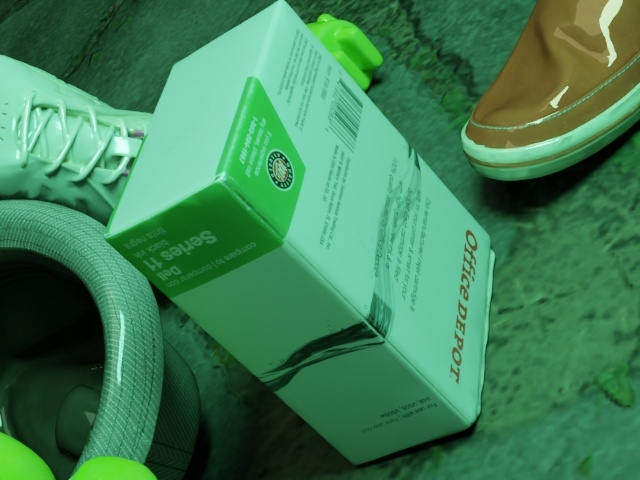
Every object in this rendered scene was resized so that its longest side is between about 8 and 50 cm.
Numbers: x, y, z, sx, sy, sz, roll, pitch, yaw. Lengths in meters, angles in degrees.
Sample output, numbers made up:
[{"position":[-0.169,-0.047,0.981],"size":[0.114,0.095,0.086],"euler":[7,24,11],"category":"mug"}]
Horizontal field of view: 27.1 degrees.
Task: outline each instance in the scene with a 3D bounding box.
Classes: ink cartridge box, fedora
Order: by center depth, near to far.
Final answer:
[{"position":[0.000,0.000,0.722],"size":[0.086,0.208,0.153],"euler":[-25,33,32],"category":"ink cartridge box"},{"position":[-0.181,0.105,0.841],"size":[0.275,0.124,0.244],"euler":[4,73,36],"category":"fedora"}]

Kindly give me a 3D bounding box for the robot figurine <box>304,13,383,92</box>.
[{"position":[-0.005,-0.137,1.045],"size":[0.115,0.067,0.101],"euler":[-1,54,49],"category":"robot figurine"}]

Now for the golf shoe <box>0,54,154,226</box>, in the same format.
[{"position":[-0.156,-0.063,0.914],"size":[0.140,0.306,0.115],"euler":[-6,74,35],"category":"golf shoe"}]

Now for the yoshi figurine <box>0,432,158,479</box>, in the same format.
[{"position":[-0.224,0.234,0.642],"size":[0.362,0.203,0.203],"euler":[-48,4,-15],"category":"yoshi figurine"}]

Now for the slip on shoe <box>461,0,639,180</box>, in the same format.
[{"position":[0.189,-0.173,0.834],"size":[0.331,0.101,0.123],"euler":[-52,33,-14],"category":"slip on shoe"}]
